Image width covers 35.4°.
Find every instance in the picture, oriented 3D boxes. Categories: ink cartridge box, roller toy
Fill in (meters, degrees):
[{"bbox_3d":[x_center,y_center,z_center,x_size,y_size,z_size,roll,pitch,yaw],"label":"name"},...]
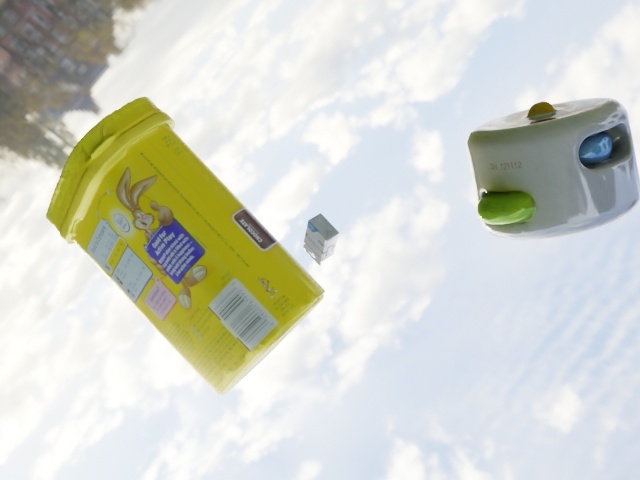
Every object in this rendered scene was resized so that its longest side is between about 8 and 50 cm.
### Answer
[{"bbox_3d":[0.000,0.000,1.630,0.028,0.048,0.083,-33,158,-26],"label":"ink cartridge box"},{"bbox_3d":[0.275,-0.094,1.198,0.191,0.146,0.209,-11,-169,11],"label":"roller toy"}]

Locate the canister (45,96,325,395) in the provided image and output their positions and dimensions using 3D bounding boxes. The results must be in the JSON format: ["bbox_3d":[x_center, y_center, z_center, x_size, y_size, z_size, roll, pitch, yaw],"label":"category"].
[{"bbox_3d":[-0.089,0.009,0.653,0.073,0.170,0.126,-41,175,-37],"label":"canister"}]
